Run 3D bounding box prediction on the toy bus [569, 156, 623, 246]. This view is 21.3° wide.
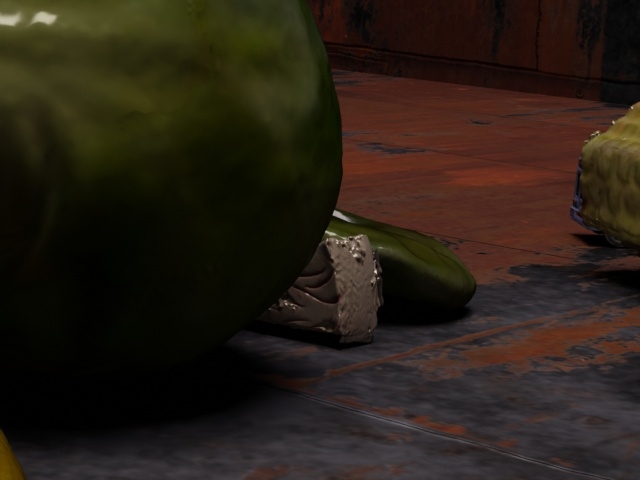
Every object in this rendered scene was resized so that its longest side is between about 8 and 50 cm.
[{"bbox_3d":[0.306,-0.034,1.467,0.167,0.076,0.073,2,10,-8],"label":"toy bus"}]

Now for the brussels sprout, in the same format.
[{"bbox_3d":[-0.154,-0.051,0.885,0.344,0.344,0.268,2,45,-12],"label":"brussels sprout"}]

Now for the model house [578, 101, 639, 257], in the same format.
[{"bbox_3d":[0.325,-0.038,1.267,0.254,0.160,0.196,-3,13,-28],"label":"model house"}]

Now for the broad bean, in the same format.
[{"bbox_3d":[0.000,0.003,1.135,0.206,0.072,0.153,7,7,17],"label":"broad bean"}]

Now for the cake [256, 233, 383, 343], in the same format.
[{"bbox_3d":[-0.024,0.028,1.050,0.121,0.065,0.052,2,5,34],"label":"cake"}]

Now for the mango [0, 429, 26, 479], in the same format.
[{"bbox_3d":[-0.211,0.067,0.540,0.262,0.130,0.167,10,16,10],"label":"mango"}]
